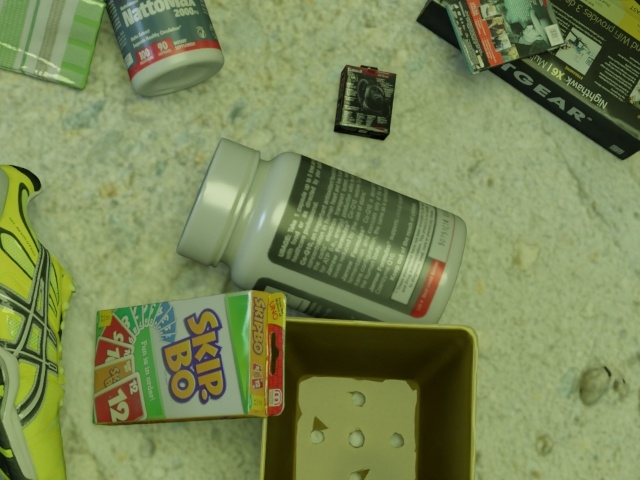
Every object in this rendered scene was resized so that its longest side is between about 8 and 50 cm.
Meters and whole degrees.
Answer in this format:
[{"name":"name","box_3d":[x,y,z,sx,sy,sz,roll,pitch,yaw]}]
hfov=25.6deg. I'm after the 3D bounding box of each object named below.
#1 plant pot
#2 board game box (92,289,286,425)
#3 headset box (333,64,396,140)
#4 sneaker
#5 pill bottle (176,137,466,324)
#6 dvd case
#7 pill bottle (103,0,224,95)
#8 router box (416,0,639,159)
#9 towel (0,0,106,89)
[{"name":"plant pot","box_3d":[0.044,0.203,1.472,0.212,0.187,0.212,3,78,-2]},{"name":"board game box","box_3d":[-0.138,0.123,1.443,0.039,0.259,0.124,14,72,-50]},{"name":"headset box","box_3d":[0.052,-0.164,1.634,0.062,0.032,0.083,9,77,-10]},{"name":"sneaker","box_3d":[-0.314,0.095,1.459,0.147,0.145,0.384,-15,90,-32]},{"name":"pill bottle","box_3d":[0.000,0.000,1.525,0.283,0.161,0.161,21,76,-6]},{"name":"dvd case","box_3d":[0.212,-0.246,1.608,0.119,0.013,0.087,-19,85,-11]},{"name":"pill bottle","box_3d":[-0.184,-0.262,1.569,0.108,0.108,0.180,-18,83,-14]},{"name":"router box","box_3d":[0.308,-0.282,1.681,0.309,0.081,0.243,34,75,-3]},{"name":"towel","box_3d":[-0.321,-0.233,1.546,0.152,0.023,0.113,16,119,-7]}]
